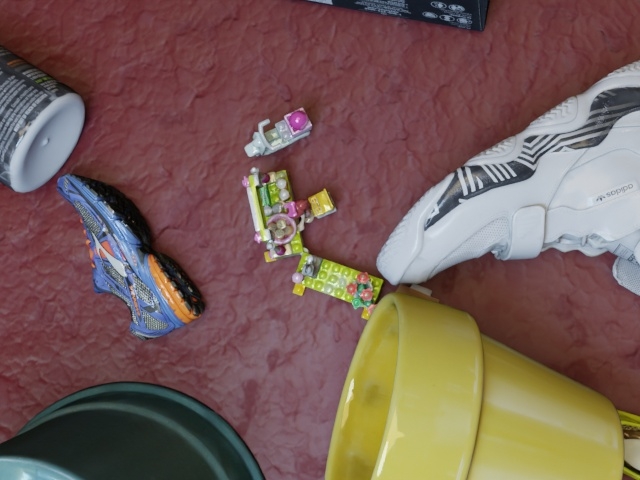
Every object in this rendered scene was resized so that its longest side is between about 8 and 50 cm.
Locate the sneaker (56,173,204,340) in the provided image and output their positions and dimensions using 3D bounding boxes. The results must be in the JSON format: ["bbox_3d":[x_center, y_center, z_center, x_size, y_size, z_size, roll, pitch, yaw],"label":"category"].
[{"bbox_3d":[-0.226,0.017,1.169,0.087,0.083,0.221,-39,79,8],"label":"sneaker"}]

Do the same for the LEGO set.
[{"bbox_3d":[0.000,0.000,1.125,0.132,0.107,0.287,-35,81,3],"label":"LEGO set"}]

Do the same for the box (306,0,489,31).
[{"bbox_3d":[0.067,-0.330,1.119,0.247,0.163,0.142,12,83,8],"label":"box"}]

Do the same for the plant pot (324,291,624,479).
[{"bbox_3d":[0.149,0.199,1.031,0.239,0.254,0.254,15,87,-6],"label":"plant pot"}]

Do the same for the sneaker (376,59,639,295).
[{"bbox_3d":[0.249,-0.013,1.070,0.366,0.137,0.210,-33,80,-4],"label":"sneaker"}]

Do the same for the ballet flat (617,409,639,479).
[{"bbox_3d":[0.373,0.235,1.071,0.231,0.077,0.077,22,87,8],"label":"ballet flat"}]

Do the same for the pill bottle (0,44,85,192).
[{"bbox_3d":[-0.395,-0.167,1.180,0.245,0.130,0.130,32,90,9],"label":"pill bottle"}]

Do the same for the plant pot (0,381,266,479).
[{"bbox_3d":[-0.236,0.315,1.014,0.341,0.334,0.341,-1,86,7],"label":"plant pot"}]
